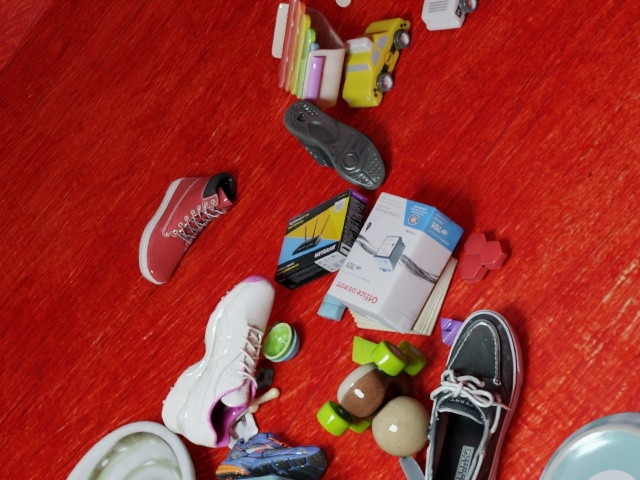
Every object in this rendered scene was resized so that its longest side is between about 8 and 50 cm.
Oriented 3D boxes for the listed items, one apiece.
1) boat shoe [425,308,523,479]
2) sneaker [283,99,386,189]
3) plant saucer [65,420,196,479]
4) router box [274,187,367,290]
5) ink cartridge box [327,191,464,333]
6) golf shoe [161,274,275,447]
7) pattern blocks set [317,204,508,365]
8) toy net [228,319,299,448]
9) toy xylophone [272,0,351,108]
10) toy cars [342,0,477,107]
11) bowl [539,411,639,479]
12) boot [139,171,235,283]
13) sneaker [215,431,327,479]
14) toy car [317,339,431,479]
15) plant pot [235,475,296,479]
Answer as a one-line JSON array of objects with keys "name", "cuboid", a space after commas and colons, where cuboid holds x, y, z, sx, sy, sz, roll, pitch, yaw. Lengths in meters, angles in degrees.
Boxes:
[{"name": "boat shoe", "cuboid": [0.202, 0.230, 1.662, 0.113, 0.105, 0.306, 9, 70, 26]}, {"name": "sneaker", "cuboid": [0.042, -0.162, 2.179, 0.227, 0.130, 0.087, 36, 91, 25]}, {"name": "plant saucer", "cuboid": [-0.329, 0.513, 2.062, 0.400, 0.101, 0.400, -28, 45, 33]}, {"name": "router box", "cuboid": [0.000, 0.000, 2.100, 0.179, 0.046, 0.133, -26, 42, 45]}, {"name": "ink cartridge box", "cuboid": [0.118, 0.034, 1.898, 0.140, 0.082, 0.190, 20, 77, 52]}, {"name": "golf shoe", "cuboid": [-0.142, 0.209, 2.021, 0.140, 0.115, 0.306, 28, 91, 41]}, {"name": "pattern blocks set", "cuboid": [0.136, 0.077, 1.936, 0.325, 0.026, 0.285, 26, 83, 53]}, {"name": "toy net", "cuboid": [-0.116, 0.245, 2.073, 0.122, 0.045, 0.232, 22, 81, 52]}, {"name": "toy xylophone", "cuboid": [-0.017, -0.385, 2.306, 0.322, 0.081, 0.236, -126, 41, -66]}, {"name": "toy cars", "cuboid": [0.163, -0.414, 2.217, 0.394, 0.087, 0.176, -43, 39, 16]}, {"name": "bowl", "cuboid": [0.370, 0.322, 1.389, 0.312, 0.163, 0.311, -28, 45, 31]}, {"name": "boot", "cuboid": [-0.259, -0.028, 2.401, 0.176, 0.088, 0.244, -5, 56, 44]}, {"name": "sneaker", "cuboid": [-0.078, 0.345, 1.933, 0.221, 0.083, 0.087, -12, 47, 39]}, {"name": "toy car", "cuboid": [0.120, 0.266, 1.766, 0.188, 0.149, 0.155, 47, 106, 23]}, {"name": "plant pot", "cuboid": [-0.077, 0.483, 1.766, 0.166, 0.165, 0.234, -16, 60, 40]}]
